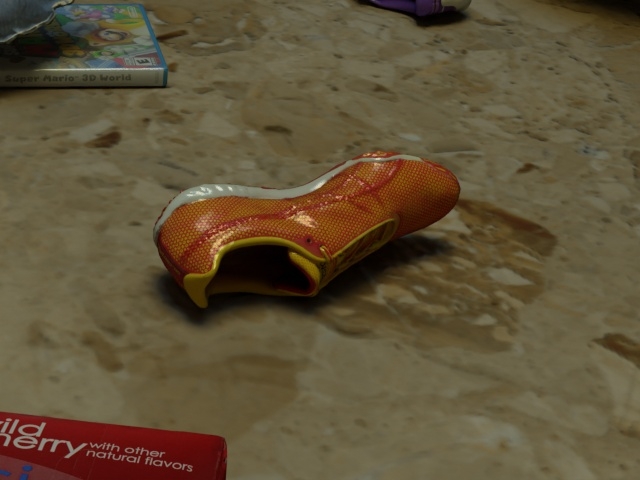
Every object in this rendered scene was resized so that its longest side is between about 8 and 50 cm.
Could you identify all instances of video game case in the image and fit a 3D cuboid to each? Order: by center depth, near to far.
[{"bbox_3d":[-0.192,-0.131,1.049,0.166,0.015,0.119,-2,30,-15],"label":"video game case"}]

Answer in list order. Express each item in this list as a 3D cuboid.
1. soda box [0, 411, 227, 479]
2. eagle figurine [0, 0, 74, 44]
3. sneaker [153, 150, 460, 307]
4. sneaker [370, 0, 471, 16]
[{"bbox_3d":[-0.167,0.109,0.535,0.263,0.092,0.083,7,27,1],"label":"soda box"},{"bbox_3d":[-0.314,-0.201,0.992,0.298,0.225,0.226,18,50,-42],"label":"eagle figurine"},{"bbox_3d":[0.000,0.000,0.819,0.175,0.064,0.067,-15,55,-25],"label":"sneaker"},{"bbox_3d":[0.040,-0.219,1.206,0.071,0.068,0.170,-25,42,-35],"label":"sneaker"}]
